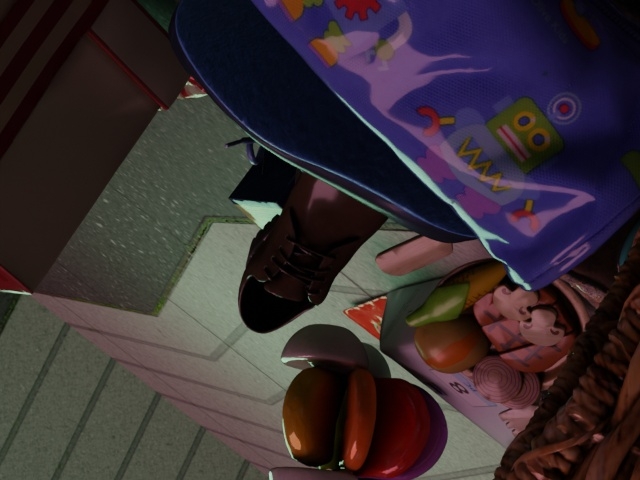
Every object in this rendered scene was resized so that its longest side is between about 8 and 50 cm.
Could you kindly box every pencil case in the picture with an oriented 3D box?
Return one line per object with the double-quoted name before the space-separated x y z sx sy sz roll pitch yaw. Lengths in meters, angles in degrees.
"pencil case" 0.046 -0.122 0.685 0.306 0.119 0.133 47 131 -9

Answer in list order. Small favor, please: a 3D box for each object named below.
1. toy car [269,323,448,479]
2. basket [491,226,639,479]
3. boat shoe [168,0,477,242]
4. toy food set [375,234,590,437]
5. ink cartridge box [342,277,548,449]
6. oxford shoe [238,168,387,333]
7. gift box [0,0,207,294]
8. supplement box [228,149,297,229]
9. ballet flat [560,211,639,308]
"toy car" 0.039 0.160 1.297 0.136 0.159 0.182 0 165 18
"basket" 0.164 0.048 0.654 0.223 0.299 0.213 22 159 39
"boat shoe" 0.002 -0.071 1.010 0.258 0.109 0.089 40 167 -8
"toy food set" 0.134 0.070 1.109 0.132 0.038 0.192 -28 111 33
"ink cartridge box" 0.173 0.166 1.369 0.308 0.091 0.385 38 163 -9
"oxford shoe" 0.000 0.000 1.142 0.082 0.096 0.227 25 137 -6
"gift box" -0.252 -0.121 1.115 0.276 0.258 0.255 4 146 46
"supplement box" -0.015 -0.028 1.255 0.083 0.056 0.083 44 162 -26
"ballet flat" 0.145 -0.022 0.868 0.316 0.107 0.106 46 169 -28
